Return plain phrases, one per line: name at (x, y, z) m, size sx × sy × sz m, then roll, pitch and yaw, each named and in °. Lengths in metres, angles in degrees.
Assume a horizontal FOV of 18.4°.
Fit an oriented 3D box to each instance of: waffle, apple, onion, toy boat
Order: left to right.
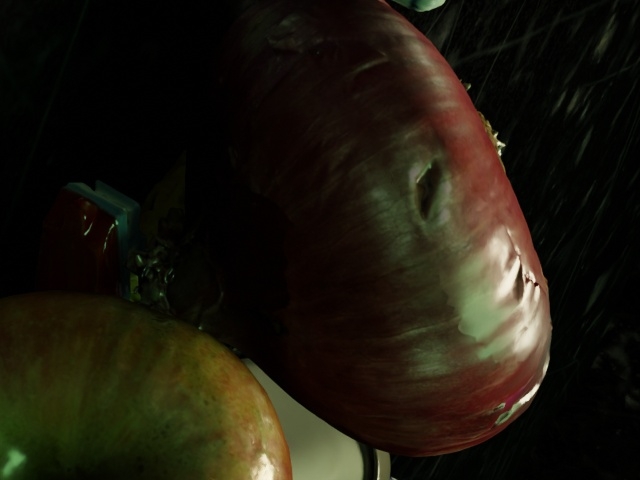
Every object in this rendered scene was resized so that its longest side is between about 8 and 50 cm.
apple at (-0.167, 0.182, 1.256) m, size 0.309 × 0.277 × 0.250 m, roll -25°, pitch 169°, yaw -8°
toy boat at (-0.158, 0.031, 1.369) m, size 0.059 × 0.069 × 0.173 m, roll -36°, pitch 145°, yaw -43°
waffle at (-0.121, 0.014, 1.492) m, size 0.194 × 0.051 × 0.149 m, roll -58°, pitch 165°, yaw -27°
onion at (0.000, 0.000, 1.353) m, size 0.285 × 0.348 × 0.347 m, roll -22°, pitch 154°, yaw -10°

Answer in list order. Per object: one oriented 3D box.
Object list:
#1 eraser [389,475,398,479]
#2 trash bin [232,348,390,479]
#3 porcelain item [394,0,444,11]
eraser at (0.004, 0.234, 1.966) m, size 0.068 × 0.210 × 0.124 m, roll -60°, pitch 164°, yaw 3°
trash bin at (-0.092, 0.217, 1.674) m, size 0.250 × 0.219 × 0.220 m, roll 2°, pitch 115°, yaw -65°
porcelain item at (0.083, -0.311, 1.247) m, size 0.281 × 0.157 × 0.286 m, roll -63°, pitch -178°, yaw -37°
